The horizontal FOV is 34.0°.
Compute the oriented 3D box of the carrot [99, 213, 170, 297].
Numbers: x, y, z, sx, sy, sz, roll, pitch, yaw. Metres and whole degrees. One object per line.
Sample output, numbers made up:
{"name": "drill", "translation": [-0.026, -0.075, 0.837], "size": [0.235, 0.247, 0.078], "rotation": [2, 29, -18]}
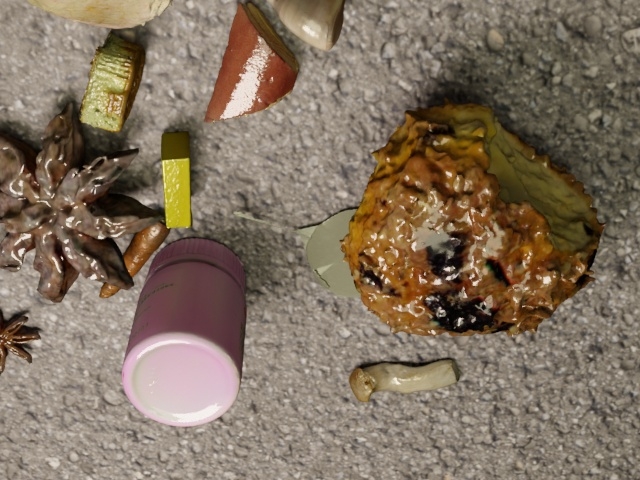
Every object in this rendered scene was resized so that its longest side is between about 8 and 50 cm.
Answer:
{"name": "carrot", "translation": [-0.309, 0.028, 1.731], "size": [0.047, 0.047, 0.191], "rotation": [32, 118, -19]}

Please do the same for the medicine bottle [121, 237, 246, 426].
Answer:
{"name": "medicine bottle", "translation": [-0.206, 0.137, 1.651], "size": [0.178, 0.290, 0.178], "rotation": [-1, 120, -1]}

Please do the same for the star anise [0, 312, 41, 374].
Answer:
{"name": "star anise", "translation": [-0.546, 0.165, 1.800], "size": [0.141, 0.042, 0.141], "rotation": [0, 117, -1]}

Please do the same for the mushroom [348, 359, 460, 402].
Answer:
{"name": "mushroom", "translation": [0.153, 0.248, 1.869], "size": [0.202, 0.054, 0.059], "rotation": [-4, 124, -6]}

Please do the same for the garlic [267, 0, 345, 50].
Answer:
{"name": "garlic", "translation": [-0.029, -0.347, 1.480], "size": [0.174, 0.124, 0.099], "rotation": [45, 129, 4]}

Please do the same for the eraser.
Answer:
{"name": "eraser", "translation": [-0.222, -0.094, 1.627], "size": [0.045, 0.097, 0.122], "rotation": [-3, 121, -8]}

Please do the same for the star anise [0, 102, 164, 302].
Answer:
{"name": "star anise", "translation": [-0.406, -0.046, 1.622], "size": [0.332, 0.117, 0.331], "rotation": [6, 111, 15]}

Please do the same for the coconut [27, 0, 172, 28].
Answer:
{"name": "coconut", "translation": [-0.287, -0.420, 1.340], "size": [0.297, 0.254, 0.297], "rotation": [-1, 92, -17]}

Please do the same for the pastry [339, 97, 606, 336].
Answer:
{"name": "pastry", "translation": [0.213, -0.004, 1.589], "size": [0.405, 0.292, 0.337], "rotation": [33, 125, -29]}

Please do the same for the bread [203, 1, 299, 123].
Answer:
{"name": "bread", "translation": [-0.093, -0.250, 1.557], "size": [0.119, 0.067, 0.192], "rotation": [14, 119, -10]}

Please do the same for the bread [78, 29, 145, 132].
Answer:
{"name": "bread", "translation": [-0.305, -0.227, 1.529], "size": [0.069, 0.128, 0.140], "rotation": [20, 115, -8]}

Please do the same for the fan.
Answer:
{"name": "fan", "translation": [0.000, -0.001, 1.738], "size": [0.310, 0.010, 0.182], "rotation": [20, 117, -16]}
